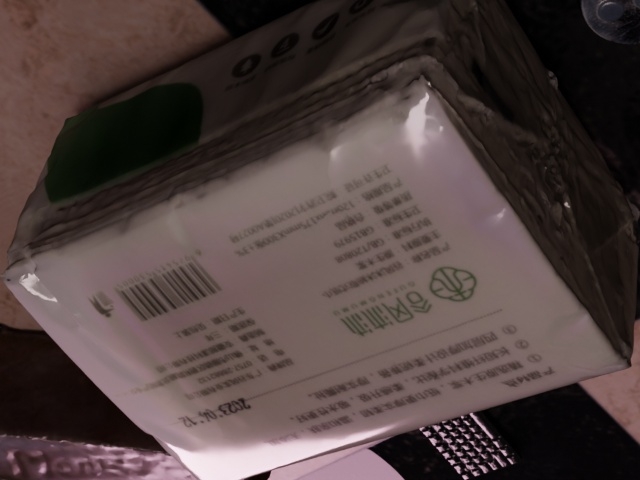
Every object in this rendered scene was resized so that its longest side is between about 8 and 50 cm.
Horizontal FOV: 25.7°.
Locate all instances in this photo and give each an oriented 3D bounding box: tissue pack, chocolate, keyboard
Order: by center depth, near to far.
[{"bbox_3d":[0.001,-0.001,0.947,0.357,0.193,0.266,-21,123,30],"label":"tissue pack"},{"bbox_3d":[0.088,0.126,1.155,0.061,0.013,0.204,-25,121,30],"label":"keyboard"},{"bbox_3d":[-0.180,0.152,1.180,0.321,0.112,0.112,4,133,11],"label":"chocolate"}]

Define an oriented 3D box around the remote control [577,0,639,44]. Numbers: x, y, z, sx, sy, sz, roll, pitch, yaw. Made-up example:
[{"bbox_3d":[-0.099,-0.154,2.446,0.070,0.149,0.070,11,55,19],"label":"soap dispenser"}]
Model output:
[{"bbox_3d":[0.276,-0.190,0.812,0.266,0.066,0.090,-16,139,21],"label":"remote control"}]
